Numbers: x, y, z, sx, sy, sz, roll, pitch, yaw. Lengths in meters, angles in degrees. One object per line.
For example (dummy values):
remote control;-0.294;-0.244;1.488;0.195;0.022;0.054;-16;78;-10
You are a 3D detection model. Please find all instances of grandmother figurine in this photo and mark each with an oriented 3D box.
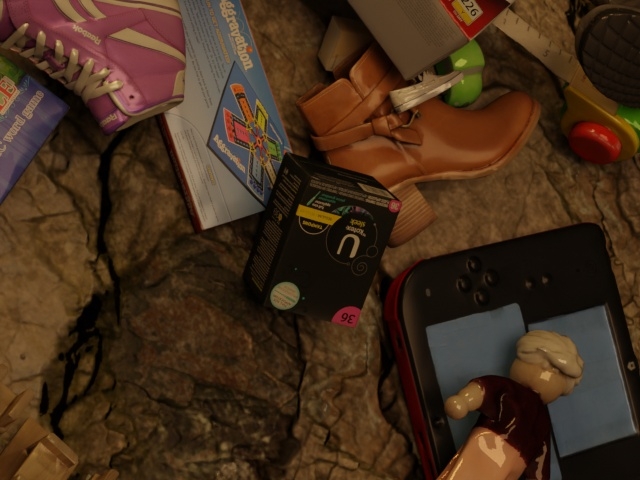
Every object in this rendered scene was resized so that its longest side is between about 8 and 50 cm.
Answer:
grandmother figurine;0.205;0.241;1.955;0.342;0.104;0.208;-55;134;-27

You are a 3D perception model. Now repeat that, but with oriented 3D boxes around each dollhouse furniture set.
dollhouse furniture set;-0.350;0.299;1.744;0.212;0.161;0.242;45;44;-12

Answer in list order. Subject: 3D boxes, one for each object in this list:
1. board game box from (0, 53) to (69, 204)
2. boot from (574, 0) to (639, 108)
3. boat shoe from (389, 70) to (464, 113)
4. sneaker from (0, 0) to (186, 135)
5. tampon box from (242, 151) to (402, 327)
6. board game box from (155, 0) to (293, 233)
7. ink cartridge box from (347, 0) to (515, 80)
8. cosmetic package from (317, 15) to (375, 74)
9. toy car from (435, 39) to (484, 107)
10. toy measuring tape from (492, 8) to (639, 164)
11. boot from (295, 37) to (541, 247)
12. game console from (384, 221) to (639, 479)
board game box;-0.482;-0.111;1.761;0.318;0.066;0.319;37;68;-16
boot;0.394;-0.270;2.114;0.338;0.118;0.223;13;33;-44
boat shoe;0.124;-0.184;1.969;0.100;0.035;0.035;-28;94;-18
sneaker;-0.267;-0.197;1.807;0.282;0.102;0.161;2;75;-32
tampon box;0.000;0.000;1.918;0.120;0.101;0.161;14;104;-22
board game box;-0.125;-0.162;1.960;0.145;0.027;0.281;-18;90;-25
ink cartridge box;0.118;-0.395;1.955;0.309;0.130;0.272;52;52;-8
cosmetic package;0.061;-0.231;2.037;0.115;0.041;0.060;6;123;-23
toy car;0.163;-0.281;2.100;0.239;0.053;0.225;-14;87;-26
toy measuring tape;0.315;-0.191;2.134;0.330;0.121;0.121;34;69;-9
boot;0.119;-0.156;2.032;0.283;0.109;0.220;-38;104;-12
game console;0.261;0.190;2.068;0.342;0.060;0.387;-12;88;-26
